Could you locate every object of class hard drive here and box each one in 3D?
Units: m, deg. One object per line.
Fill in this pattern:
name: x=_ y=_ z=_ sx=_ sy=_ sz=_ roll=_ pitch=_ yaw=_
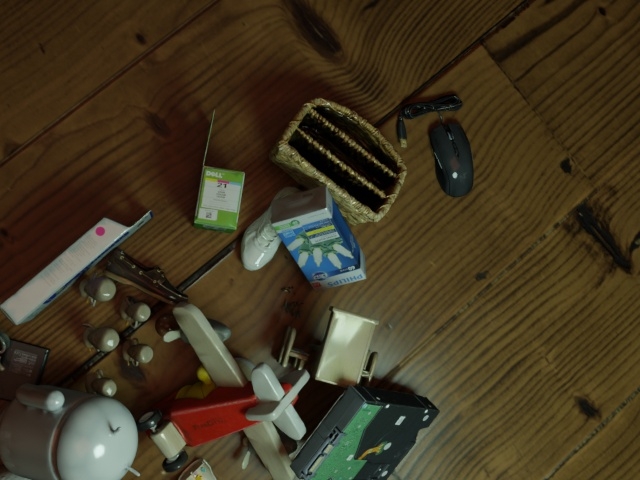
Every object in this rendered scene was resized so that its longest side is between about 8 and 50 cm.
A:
hard drive: x=-0.682 y=0.300 z=1.825 sx=0.094 sy=0.022 sz=0.135 roll=17 pitch=85 yaw=-10
hard drive: x=0.107 y=0.444 z=1.817 sx=0.064 sy=0.339 sz=0.237 roll=43 pitch=104 yaw=36

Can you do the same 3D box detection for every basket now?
basket: x=0.057 y=-0.199 z=1.878 sx=0.299 sy=0.223 sz=0.213 roll=38 pitch=82 yaw=-7

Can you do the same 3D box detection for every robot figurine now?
robot figurine: x=-0.532 y=0.418 z=1.698 sx=0.199 sy=0.354 sz=0.299 roll=-58 pitch=138 yaw=-40

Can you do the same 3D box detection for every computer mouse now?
computer mouse: x=0.292 y=-0.233 z=2.005 sx=0.184 sy=0.060 sz=0.261 roll=-8 pitch=90 yaw=-12

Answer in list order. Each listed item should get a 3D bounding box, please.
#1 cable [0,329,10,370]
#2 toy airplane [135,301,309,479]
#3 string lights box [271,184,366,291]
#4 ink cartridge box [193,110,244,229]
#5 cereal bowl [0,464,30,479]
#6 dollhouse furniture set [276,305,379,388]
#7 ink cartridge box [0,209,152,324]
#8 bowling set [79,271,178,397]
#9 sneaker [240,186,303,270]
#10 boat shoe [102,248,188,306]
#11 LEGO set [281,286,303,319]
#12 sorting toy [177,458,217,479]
cable: x=-0.803 y=0.193 z=1.773 sx=0.139 sy=0.072 sz=0.287 roll=-36 pitch=97 yaw=7
toy airplane: x=-0.190 y=0.343 z=1.792 sx=0.385 sy=0.272 sz=0.386 roll=21 pitch=117 yaw=3
string lights box: x=0.000 y=0.000 z=1.840 sx=0.133 sy=0.076 sz=0.259 roll=-16 pitch=136 yaw=16
ink cartridge box: x=-0.225 y=-0.152 z=1.839 sx=0.097 sy=0.189 sz=0.255 roll=10 pitch=86 yaw=-9
cereal bowl: x=-0.653 y=0.663 z=1.763 sx=0.339 sy=0.141 sz=0.338 roll=0 pitch=88 yaw=-11
dollhouse furniture set: x=0.034 y=0.240 z=1.850 sx=0.212 sy=0.242 sz=0.160 roll=17 pitch=84 yaw=-10
ink cartridge box: x=-0.531 y=0.041 z=1.783 sx=0.371 sy=0.176 sz=0.069 roll=-40 pitch=95 yaw=-9
bowling set: x=-0.439 y=0.217 z=1.832 sx=0.200 sy=0.154 sz=0.286 roll=3 pitch=86 yaw=-34
sneaker: x=-0.113 y=-0.033 z=1.894 sx=0.090 sy=0.115 sz=0.232 roll=32 pitch=83 yaw=-8
boat shoe: x=-0.396 y=0.088 z=1.860 sx=0.207 sy=0.073 sz=0.073 roll=27 pitch=86 yaw=-9
LEGO set: x=-0.069 y=0.153 z=1.949 sx=0.054 sy=0.023 sz=0.083 roll=2 pitch=75 yaw=-13
sorting toy: x=-0.284 y=0.561 z=1.886 sx=0.083 sy=0.045 sz=0.075 roll=-42 pitch=103 yaw=-9
